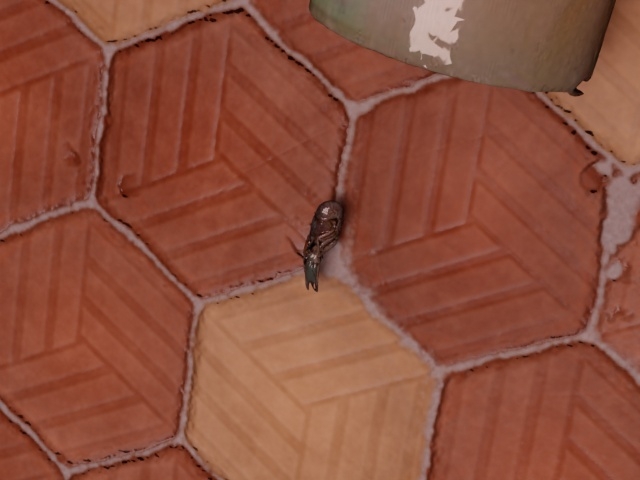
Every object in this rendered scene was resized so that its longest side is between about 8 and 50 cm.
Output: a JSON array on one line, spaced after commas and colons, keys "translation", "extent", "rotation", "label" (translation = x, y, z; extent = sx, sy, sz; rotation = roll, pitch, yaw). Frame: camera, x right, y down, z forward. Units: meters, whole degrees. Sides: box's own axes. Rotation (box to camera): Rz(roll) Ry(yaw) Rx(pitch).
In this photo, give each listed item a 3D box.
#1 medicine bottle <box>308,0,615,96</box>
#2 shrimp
[{"translation": [0.148, -0.336, 1.142], "extent": [0.236, 0.236, 0.406], "rotation": [21, 111, 16], "label": "medicine bottle"}, {"translation": [-0.001, 0.001, 1.406], "extent": [0.029, 0.038, 0.092], "rotation": [12, 114, -16], "label": "shrimp"}]
